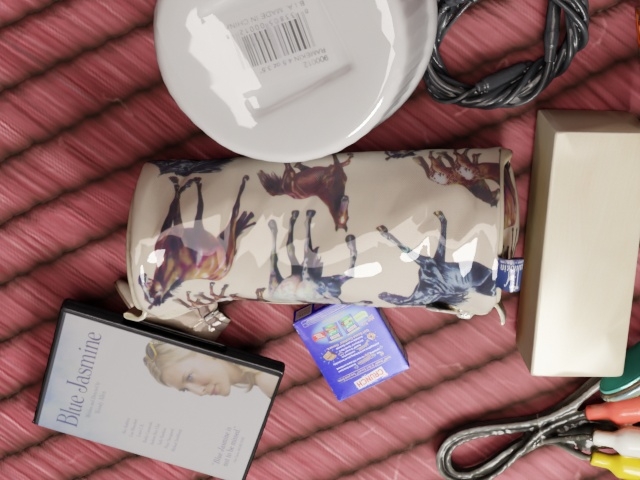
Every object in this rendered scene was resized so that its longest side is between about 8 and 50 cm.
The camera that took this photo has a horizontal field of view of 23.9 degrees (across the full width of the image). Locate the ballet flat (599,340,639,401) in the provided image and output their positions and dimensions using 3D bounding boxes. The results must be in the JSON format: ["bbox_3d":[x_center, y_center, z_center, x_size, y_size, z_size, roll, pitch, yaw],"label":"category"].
[{"bbox_3d":[0.383,0.118,1.624,0.188,0.070,0.070,-44,103,1],"label":"ballet flat"}]

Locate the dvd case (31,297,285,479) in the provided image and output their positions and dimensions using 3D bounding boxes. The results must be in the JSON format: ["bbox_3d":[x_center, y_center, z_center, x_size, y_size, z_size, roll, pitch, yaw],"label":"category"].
[{"bbox_3d":[-0.182,0.171,1.681,0.253,0.022,0.180,17,125,-4],"label":"dvd case"}]

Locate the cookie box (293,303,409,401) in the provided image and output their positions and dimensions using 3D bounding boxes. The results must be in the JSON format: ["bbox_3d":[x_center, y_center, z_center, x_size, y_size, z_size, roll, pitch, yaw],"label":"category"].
[{"bbox_3d":[0.034,0.110,1.662,0.092,0.040,0.107,-26,106,11],"label":"cookie box"}]

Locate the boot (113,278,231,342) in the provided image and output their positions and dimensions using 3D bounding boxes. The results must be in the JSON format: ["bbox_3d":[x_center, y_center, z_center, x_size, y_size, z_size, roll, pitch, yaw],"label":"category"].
[{"bbox_3d":[-0.159,0.070,1.660,0.087,0.042,0.118,-34,107,7],"label":"boot"}]

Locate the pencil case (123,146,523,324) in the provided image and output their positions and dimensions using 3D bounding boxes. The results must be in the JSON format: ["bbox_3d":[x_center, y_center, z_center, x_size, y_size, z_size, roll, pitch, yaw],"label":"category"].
[{"bbox_3d":[0.000,0.000,1.560,0.410,0.160,0.183,-1,90,2],"label":"pencil case"}]

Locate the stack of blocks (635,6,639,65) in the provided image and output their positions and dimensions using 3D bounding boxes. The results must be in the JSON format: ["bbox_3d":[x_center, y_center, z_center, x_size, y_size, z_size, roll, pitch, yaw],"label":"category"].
[{"bbox_3d":[0.380,-0.077,1.511,0.087,0.171,0.297,-7,111,5],"label":"stack of blocks"}]

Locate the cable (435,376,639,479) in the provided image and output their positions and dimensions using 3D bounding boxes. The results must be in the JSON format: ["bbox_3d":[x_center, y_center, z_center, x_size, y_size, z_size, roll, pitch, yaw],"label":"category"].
[{"bbox_3d":[0.269,0.211,1.674,0.287,0.072,0.139,-5,104,4],"label":"cable"}]

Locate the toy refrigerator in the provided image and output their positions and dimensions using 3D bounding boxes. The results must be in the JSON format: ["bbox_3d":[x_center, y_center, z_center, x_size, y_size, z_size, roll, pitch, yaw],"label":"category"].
[{"bbox_3d":[0.272,0.002,1.589,0.102,0.094,0.269,0,111,-5],"label":"toy refrigerator"}]

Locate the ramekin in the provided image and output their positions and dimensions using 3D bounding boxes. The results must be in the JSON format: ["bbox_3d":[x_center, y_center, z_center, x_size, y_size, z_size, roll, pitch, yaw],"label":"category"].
[{"bbox_3d":[-0.030,-0.210,1.479,0.277,0.135,0.277,3,109,10],"label":"ramekin"}]

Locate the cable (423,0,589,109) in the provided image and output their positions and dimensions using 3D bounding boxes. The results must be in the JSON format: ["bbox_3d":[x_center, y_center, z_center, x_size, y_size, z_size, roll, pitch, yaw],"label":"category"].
[{"bbox_3d":[0.183,-0.207,1.543,0.150,0.047,0.184,37,111,-18],"label":"cable"}]
